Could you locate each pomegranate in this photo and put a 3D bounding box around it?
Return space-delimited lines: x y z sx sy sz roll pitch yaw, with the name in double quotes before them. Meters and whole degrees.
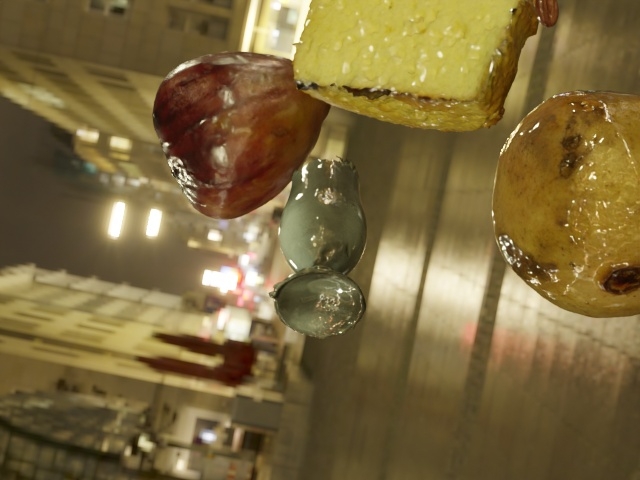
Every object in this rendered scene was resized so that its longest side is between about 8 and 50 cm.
"pomegranate" 0.340 -0.043 1.448 0.281 0.281 0.281 -169 90 -87

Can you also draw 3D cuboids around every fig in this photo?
"fig" -0.116 -0.154 1.673 0.263 0.224 0.224 -38 30 38

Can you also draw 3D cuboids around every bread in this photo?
"bread" 0.109 -0.189 1.236 0.147 0.261 0.160 32 -111 -51

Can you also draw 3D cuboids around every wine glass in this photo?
"wine glass" 0.000 0.000 1.335 0.222 0.103 0.103 -87 9 -52

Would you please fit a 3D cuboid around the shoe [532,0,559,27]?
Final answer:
"shoe" 0.275 -0.318 1.505 0.069 0.072 0.109 41 118 38
